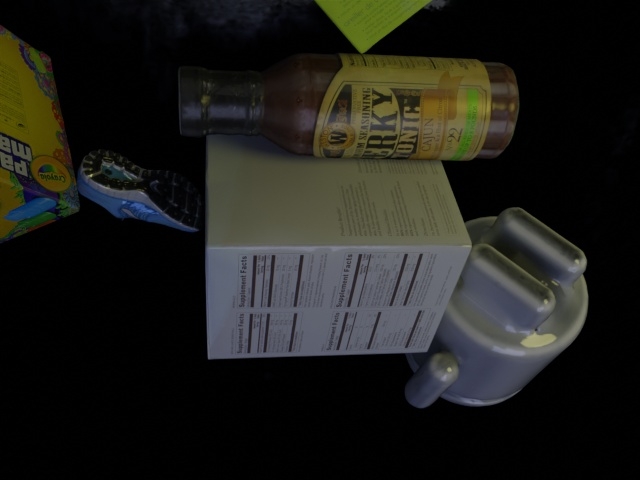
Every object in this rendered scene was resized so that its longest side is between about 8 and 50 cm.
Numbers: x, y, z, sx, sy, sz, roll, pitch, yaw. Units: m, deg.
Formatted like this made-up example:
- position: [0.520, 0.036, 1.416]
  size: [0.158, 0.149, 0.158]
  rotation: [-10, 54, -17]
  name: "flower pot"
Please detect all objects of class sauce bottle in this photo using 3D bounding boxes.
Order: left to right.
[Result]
- position: [0.028, -0.139, 0.676]
  size: [0.345, 0.111, 0.111]
  rotation: [-1, 136, -9]
  name: "sauce bottle"

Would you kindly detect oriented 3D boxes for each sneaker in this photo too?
- position: [-0.213, -0.052, 0.774]
  size: [0.162, 0.063, 0.073]
  rotation: [26, 144, -27]
  name: "sneaker"

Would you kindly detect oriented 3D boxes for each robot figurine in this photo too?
- position: [0.225, 0.103, 0.882]
  size: [0.300, 0.200, 0.353]
  rotation: [-39, 159, -25]
  name: "robot figurine"

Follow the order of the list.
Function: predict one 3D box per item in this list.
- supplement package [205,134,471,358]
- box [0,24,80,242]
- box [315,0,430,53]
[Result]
- position: [0.000, 0.000, 0.751]
  size: [0.263, 0.199, 0.198]
  rotation: [0, 137, -9]
  name: "supplement package"
- position: [-0.413, -0.087, 0.522]
  size: [0.279, 0.176, 0.290]
  rotation: [-20, 165, 12]
  name: "box"
- position: [0.026, -0.268, 0.586]
  size: [0.109, 0.042, 0.178]
  rotation: [-33, 132, 22]
  name: "box"
